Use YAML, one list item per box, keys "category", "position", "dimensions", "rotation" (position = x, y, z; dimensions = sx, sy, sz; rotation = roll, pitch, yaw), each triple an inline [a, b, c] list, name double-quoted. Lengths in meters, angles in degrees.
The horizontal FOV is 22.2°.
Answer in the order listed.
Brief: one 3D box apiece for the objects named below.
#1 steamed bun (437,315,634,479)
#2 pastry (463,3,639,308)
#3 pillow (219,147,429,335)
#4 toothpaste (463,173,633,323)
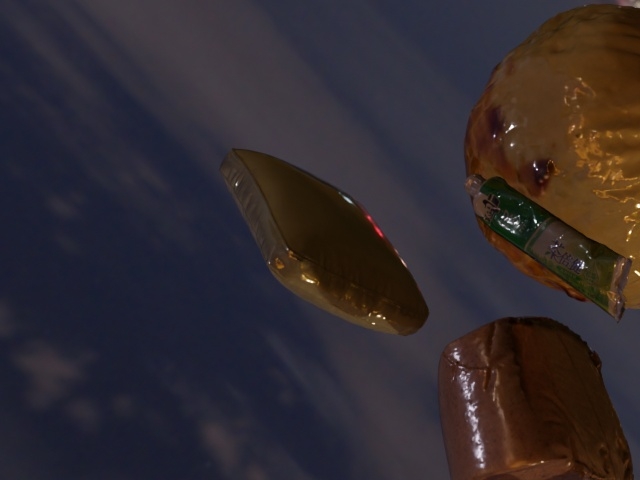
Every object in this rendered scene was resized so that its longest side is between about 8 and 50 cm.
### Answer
- category: "steamed bun"
  position: [0.253, 0.238, 2.083]
  dimensions: [0.301, 0.199, 0.251]
  rotation: [25, -138, -52]
- category: "pastry"
  position: [0.348, -0.096, 2.036]
  dimensions: [0.388, 0.312, 0.389]
  rotation: [-7, -90, -67]
- category: "pillow"
  position: [0.000, 0.000, 2.228]
  dimensions: [0.255, 0.120, 0.322]
  rotation: [27, -162, -30]
- category: "toothpaste"
  position: [0.235, -0.005, 1.709]
  dimensions: [0.047, 0.078, 0.248]
  rotation: [-18, -141, -31]
